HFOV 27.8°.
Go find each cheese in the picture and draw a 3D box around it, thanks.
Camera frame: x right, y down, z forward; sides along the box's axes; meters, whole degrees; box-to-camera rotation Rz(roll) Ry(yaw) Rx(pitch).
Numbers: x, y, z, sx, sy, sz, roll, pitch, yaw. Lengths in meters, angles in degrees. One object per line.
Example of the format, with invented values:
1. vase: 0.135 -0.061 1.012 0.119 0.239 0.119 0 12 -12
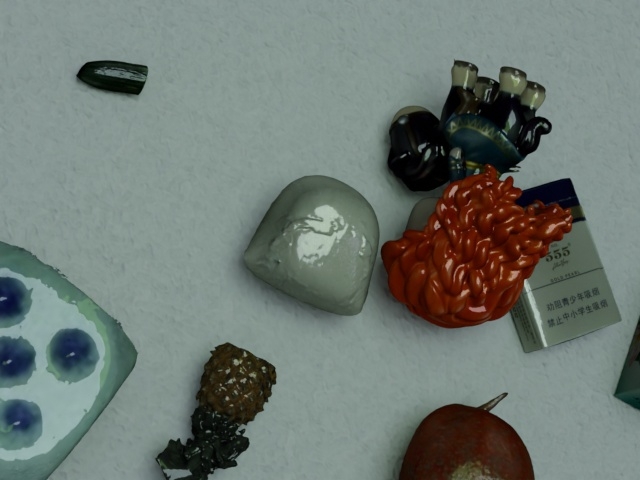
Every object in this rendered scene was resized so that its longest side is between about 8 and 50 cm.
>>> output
1. cheese: 0.000 0.000 1.949 0.198 0.154 0.189 26 90 -15

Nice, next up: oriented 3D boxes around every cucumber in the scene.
1. cucumber: -0.317 -0.251 1.961 0.105 0.048 0.048 7 75 -16

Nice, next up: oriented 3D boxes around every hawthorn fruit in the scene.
1. hawthorn fruit: 0.227 0.340 1.931 0.210 0.210 0.262 28 51 -11

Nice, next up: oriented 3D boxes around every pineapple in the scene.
1. pineapple: -0.155 0.270 1.863 0.119 0.111 0.237 19 75 18

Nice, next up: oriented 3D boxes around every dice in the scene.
1. dice: -0.422 0.177 1.700 0.264 0.268 0.262 40 69 -7

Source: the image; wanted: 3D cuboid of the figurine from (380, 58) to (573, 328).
1. figurine: 0.224 -0.078 1.992 0.306 0.241 0.412 -14 70 20

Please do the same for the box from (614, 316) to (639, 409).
1. box: 0.589 0.157 2.118 0.092 0.153 0.245 28 68 -11

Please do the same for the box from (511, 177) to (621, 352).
1. box: 0.373 0.038 2.116 0.168 0.071 0.259 -15 82 -22
